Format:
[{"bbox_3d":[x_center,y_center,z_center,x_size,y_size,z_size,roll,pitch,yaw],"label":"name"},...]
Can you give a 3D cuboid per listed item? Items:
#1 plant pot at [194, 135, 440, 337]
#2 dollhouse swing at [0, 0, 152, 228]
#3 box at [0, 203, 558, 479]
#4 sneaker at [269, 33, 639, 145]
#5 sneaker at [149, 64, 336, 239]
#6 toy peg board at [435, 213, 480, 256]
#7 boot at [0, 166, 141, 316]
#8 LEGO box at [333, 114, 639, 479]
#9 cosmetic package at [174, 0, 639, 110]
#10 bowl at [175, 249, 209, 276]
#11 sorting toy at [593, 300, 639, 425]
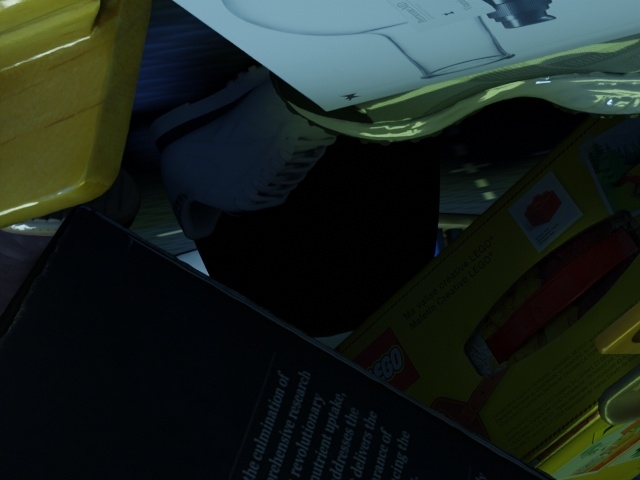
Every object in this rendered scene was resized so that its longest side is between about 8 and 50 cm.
[{"bbox_3d":[0.000,0.000,1.136,0.187,0.166,0.188,-18,166,38],"label":"plant pot"},{"bbox_3d":[-0.275,0.016,0.593,0.315,0.304,0.347,-14,168,26],"label":"dollhouse swing"},{"bbox_3d":[-0.113,0.307,0.914,0.472,0.297,0.480,32,132,-10],"label":"box"},{"bbox_3d":[0.101,-0.132,0.760,0.272,0.100,0.108,-7,146,4],"label":"sneaker"},{"bbox_3d":[-0.035,-0.073,0.909,0.090,0.094,0.235,1,164,-40],"label":"sneaker"},{"bbox_3d":[0.151,0.024,1.645,0.161,0.079,0.161,-19,167,42],"label":"toy peg board"},{"bbox_3d":[-0.248,0.014,0.999,0.249,0.090,0.206,2,142,10],"label":"boot"},{"bbox_3d":[0.289,0.052,1.088,0.500,0.193,0.373,-44,153,27],"label":"LEGO box"},{"bbox_3d":[0.128,-0.169,0.535,0.377,0.097,0.284,-12,172,16],"label":"cosmetic package"},{"bbox_3d":[-0.102,0.037,1.565,0.142,0.053,0.142,-15,169,23],"label":"bowl"},{"bbox_3d":[0.310,0.068,0.851,0.348,0.047,0.196,-4,144,-39],"label":"sorting toy"}]
